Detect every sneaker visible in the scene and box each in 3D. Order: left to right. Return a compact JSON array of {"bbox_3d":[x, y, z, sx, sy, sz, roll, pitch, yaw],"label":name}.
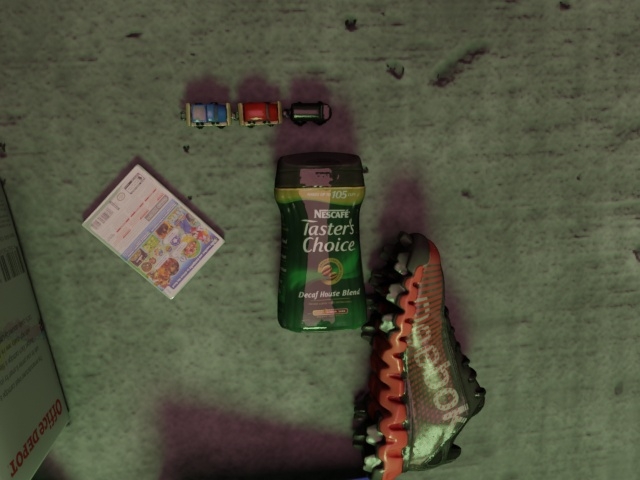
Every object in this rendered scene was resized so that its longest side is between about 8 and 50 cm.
[{"bbox_3d":[0.114,0.127,0.674,0.135,0.097,0.276,3,98,-8],"label":"sneaker"}]

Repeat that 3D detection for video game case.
[{"bbox_3d":[-0.176,-0.008,0.658,0.122,0.011,0.087,43,89,-10],"label":"video game case"}]

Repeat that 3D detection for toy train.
[{"bbox_3d":[-0.066,-0.131,0.646,0.158,0.036,0.027,-3,97,-8],"label":"toy train"}]

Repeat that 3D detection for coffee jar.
[{"bbox_3d":[0.000,0.000,0.651,0.096,0.079,0.184,-3,97,-8],"label":"coffee jar"}]

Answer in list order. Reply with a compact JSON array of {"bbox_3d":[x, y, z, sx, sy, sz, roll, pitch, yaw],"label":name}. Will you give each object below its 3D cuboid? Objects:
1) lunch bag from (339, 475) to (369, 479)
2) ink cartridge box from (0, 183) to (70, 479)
[{"bbox_3d":[-0.021,0.374,0.640,0.293,0.138,0.220,-2,67,-16],"label":"lunch bag"},{"bbox_3d":[-0.376,0.100,0.547,0.197,0.198,0.270,-14,98,-6],"label":"ink cartridge box"}]
